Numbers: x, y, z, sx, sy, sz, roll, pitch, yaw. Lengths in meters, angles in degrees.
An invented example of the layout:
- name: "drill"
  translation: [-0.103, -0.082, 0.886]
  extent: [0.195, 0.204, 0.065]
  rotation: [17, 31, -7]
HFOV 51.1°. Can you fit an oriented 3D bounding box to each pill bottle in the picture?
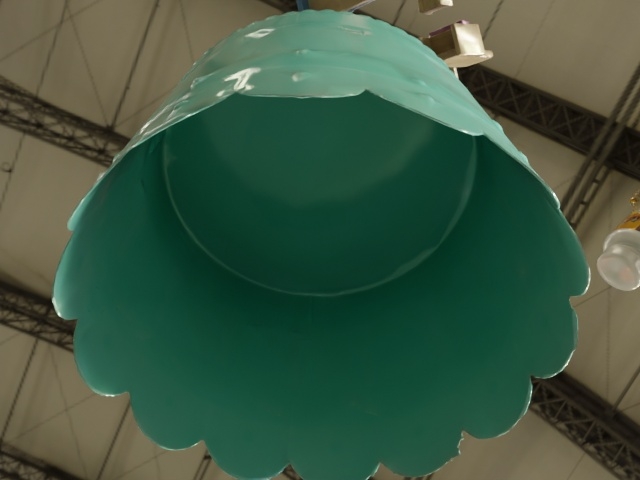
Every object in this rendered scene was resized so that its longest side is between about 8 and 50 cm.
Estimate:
- name: "pill bottle"
  translation: [0.616, 0.001, 1.256]
  extent: [0.117, 0.215, 0.117]
  rotation: [40, -29, 27]

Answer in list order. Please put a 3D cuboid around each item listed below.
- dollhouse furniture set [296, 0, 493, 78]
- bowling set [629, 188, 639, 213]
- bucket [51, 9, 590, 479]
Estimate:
- name: "dollhouse furniture set"
  translation: [0.132, -0.411, 1.119]
  extent: [0.286, 0.198, 0.303]
  rotation: [-11, -86, 42]
- name: "bowling set"
  translation: [0.579, -0.008, 0.978]
  extent: [0.154, 0.287, 0.199]
  rotation: [16, -66, 64]
- name: "bucket"
  translation: [0.000, 0.000, 0.422]
  extent: [0.281, 0.281, 0.183]
  rotation: [-45, -158, 25]
